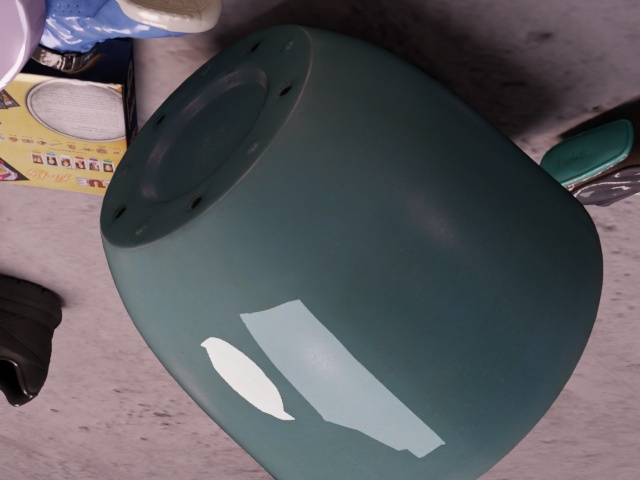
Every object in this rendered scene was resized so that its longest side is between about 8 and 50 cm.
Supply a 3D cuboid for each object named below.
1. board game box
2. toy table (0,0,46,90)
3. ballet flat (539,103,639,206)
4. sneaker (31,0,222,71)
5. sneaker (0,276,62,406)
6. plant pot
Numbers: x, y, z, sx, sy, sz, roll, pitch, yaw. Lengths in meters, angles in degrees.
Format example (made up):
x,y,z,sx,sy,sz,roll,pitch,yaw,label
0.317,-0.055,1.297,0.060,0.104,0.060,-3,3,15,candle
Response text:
x,y,z,sx,sy,sz,roll,pitch,yaw,label
-0.261,-0.102,0.870,0.243,0.042,0.165,7,153,-4,board game box
-0.320,-0.113,0.674,0.274,0.160,0.252,-2,131,20,toy table
0.241,-0.067,0.816,0.074,0.074,0.203,20,156,-26,ballet flat
-0.138,-0.144,0.743,0.152,0.058,0.084,11,147,-1,sneaker
-0.396,0.089,1.156,0.286,0.130,0.109,14,144,-25,sneaker
0.000,0.000,0.777,0.293,0.293,0.235,-19,130,39,plant pot
